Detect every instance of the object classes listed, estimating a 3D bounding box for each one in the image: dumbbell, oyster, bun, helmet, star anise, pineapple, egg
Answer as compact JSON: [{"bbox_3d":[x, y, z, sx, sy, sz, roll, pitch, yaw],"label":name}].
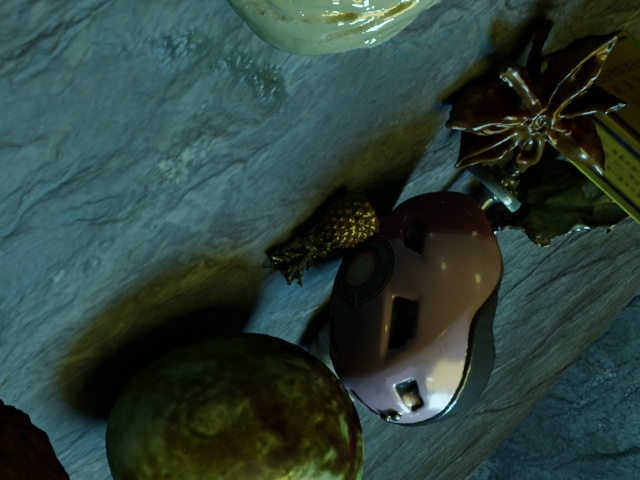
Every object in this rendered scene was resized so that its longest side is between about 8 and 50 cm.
[{"bbox_3d":[0.173,-0.026,1.323,0.254,0.081,0.081,-46,157,7],"label":"dumbbell"},{"bbox_3d":[0.371,-0.070,1.411,0.361,0.096,0.221,-14,-163,13],"label":"oyster"},{"bbox_3d":[0.037,-0.214,0.710,0.231,0.133,0.231,-36,154,-21],"label":"bun"},{"bbox_3d":[0.085,0.073,1.159,0.154,0.253,0.198,-1,171,-44],"label":"helmet"},{"bbox_3d":[0.234,-0.141,1.179,0.212,0.111,0.196,-27,126,11],"label":"star anise"},{"bbox_3d":[0.000,0.000,1.117,0.124,0.058,0.058,-34,156,-13],"label":"pineapple"},{"bbox_3d":[-0.087,0.208,1.096,0.238,0.238,0.289,-48,138,8],"label":"egg"}]

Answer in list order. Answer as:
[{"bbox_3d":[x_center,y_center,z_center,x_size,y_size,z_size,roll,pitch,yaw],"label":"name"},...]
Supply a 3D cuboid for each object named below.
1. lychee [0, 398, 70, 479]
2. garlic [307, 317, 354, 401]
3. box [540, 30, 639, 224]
[{"bbox_3d":[-0.298,0.207,0.738,0.260,0.260,0.260,-36,156,-19],"label":"lychee"},{"bbox_3d":[0.052,0.133,1.371,0.147,0.102,0.159,-21,139,-17],"label":"garlic"},{"bbox_3d":[0.401,-0.109,1.272,0.193,0.301,0.084,-25,153,-40],"label":"box"}]
